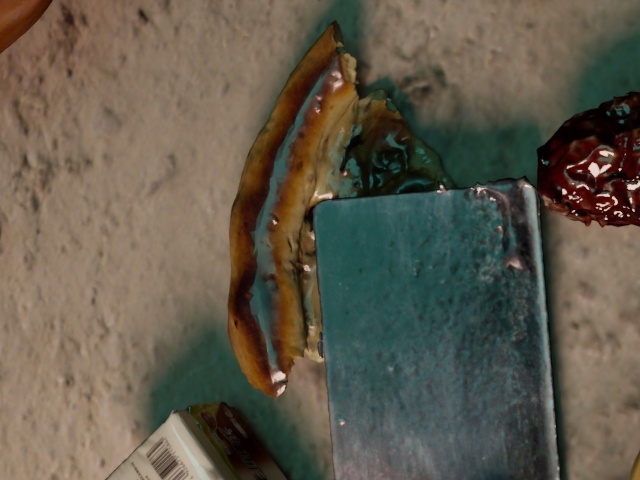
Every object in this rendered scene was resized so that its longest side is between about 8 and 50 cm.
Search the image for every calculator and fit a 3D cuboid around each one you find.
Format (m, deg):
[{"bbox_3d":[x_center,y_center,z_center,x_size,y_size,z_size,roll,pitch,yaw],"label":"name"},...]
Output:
[{"bbox_3d":[0.080,0.090,0.697,0.161,0.021,0.262,-3,91,9],"label":"calculator"}]

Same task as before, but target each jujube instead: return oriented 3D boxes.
[{"bbox_3d":[0.221,-0.056,0.645,0.165,0.104,0.104,2,86,25],"label":"jujube"}]

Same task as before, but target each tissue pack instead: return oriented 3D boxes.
[{"bbox_3d":[-0.075,0.208,0.741,0.106,0.099,0.149,-45,71,15],"label":"tissue pack"}]

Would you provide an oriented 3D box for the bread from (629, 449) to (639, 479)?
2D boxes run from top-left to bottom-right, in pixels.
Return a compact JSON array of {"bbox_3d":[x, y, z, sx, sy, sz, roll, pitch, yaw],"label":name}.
[{"bbox_3d":[0.295,0.219,0.545,0.314,0.191,0.370,15,103,17],"label":"bread"}]

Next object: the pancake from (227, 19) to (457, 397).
[{"bbox_3d":[0.000,0.000,0.749,0.212,0.056,0.257,-34,75,14],"label":"pancake"}]

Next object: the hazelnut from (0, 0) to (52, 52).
[{"bbox_3d":[-0.337,-0.284,0.780,0.365,0.366,0.366,-2,85,22],"label":"hazelnut"}]
